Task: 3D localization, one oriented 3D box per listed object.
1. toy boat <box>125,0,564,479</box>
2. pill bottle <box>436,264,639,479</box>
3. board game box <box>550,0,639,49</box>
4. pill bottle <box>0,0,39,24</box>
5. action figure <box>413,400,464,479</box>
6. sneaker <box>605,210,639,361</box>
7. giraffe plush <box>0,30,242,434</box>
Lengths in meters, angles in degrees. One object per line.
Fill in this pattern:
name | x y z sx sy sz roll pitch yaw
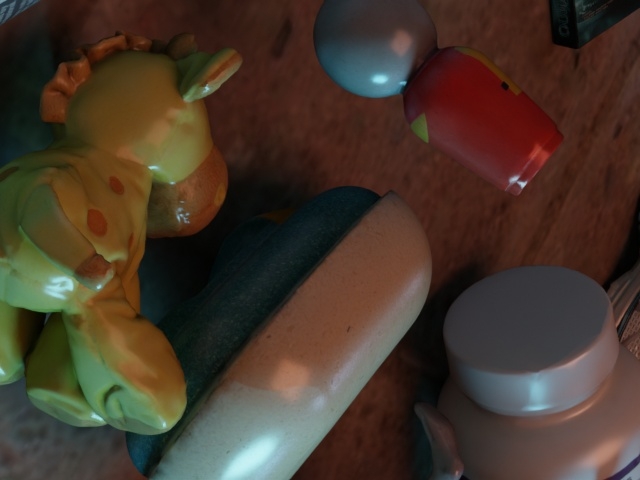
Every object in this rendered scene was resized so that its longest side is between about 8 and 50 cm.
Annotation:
toy boat | 0.000 0.000 0.892 0.318 0.148 0.267 -54 175 32
pill bottle | 0.182 0.173 1.187 0.169 0.169 0.301 -39 130 -30
board game box | 0.242 -0.244 1.186 0.186 0.026 0.126 -34 128 -33
pill bottle | -0.164 -0.178 0.675 0.278 0.162 0.162 -40 131 -30
action figure | 0.021 0.275 1.019 0.341 0.178 0.330 29 101 -40
sneaker | 0.318 0.057 1.319 0.110 0.122 0.283 12 97 -48
giraffe plush | -0.118 -0.025 0.792 0.170 0.181 0.210 -56 156 -31
